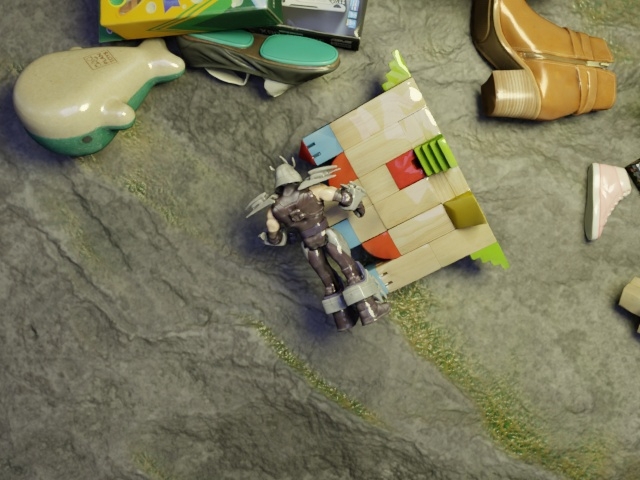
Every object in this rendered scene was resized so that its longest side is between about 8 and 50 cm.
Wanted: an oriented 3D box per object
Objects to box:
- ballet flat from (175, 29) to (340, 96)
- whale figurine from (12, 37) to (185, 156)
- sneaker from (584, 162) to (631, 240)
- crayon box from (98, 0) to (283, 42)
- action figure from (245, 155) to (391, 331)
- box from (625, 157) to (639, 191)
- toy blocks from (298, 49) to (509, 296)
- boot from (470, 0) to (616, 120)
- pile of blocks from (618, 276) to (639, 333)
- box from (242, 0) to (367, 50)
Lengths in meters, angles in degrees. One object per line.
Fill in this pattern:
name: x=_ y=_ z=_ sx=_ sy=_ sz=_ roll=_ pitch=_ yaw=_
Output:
ballet flat: x=-0.104 y=-0.302 z=1.059 sx=0.281 sy=0.096 sz=0.095 roll=16 pitch=49 yaw=9
whale figurine: x=-0.357 y=-0.239 z=1.048 sx=0.272 sy=0.141 sz=0.216 roll=-32 pitch=59 yaw=-20
sneaker: x=0.495 y=-0.065 z=1.083 sx=0.070 sy=0.051 sz=0.134 roll=4 pitch=87 yaw=5
crayon box: x=-0.223 y=-0.428 z=0.976 sx=0.323 sy=0.083 sz=0.202 roll=-1 pitch=90 yaw=15
action figure: x=0.000 y=0.000 z=0.968 sx=0.185 sy=0.099 sz=0.284 roll=-22 pitch=100 yaw=35
box: x=0.671 y=-0.121 z=1.086 sx=0.233 sy=0.044 sz=0.159 roll=-31 pitch=91 yaw=1
toy blocks: x=0.099 y=-0.075 z=1.035 sx=0.261 sy=0.190 sz=0.381 roll=-27 pitch=101 yaw=13
boot: x=0.377 y=-0.340 z=1.054 sx=0.220 sy=0.109 sz=0.283 roll=-4 pitch=80 yaw=-8
pile of blocks: x=0.691 y=0.105 z=1.076 sx=0.363 sy=0.148 sz=0.112 roll=1 pitch=134 yaw=9
box: x=-0.025 y=-0.496 z=1.058 sx=0.243 sy=0.076 sz=0.307 roll=11 pitch=92 yaw=1
